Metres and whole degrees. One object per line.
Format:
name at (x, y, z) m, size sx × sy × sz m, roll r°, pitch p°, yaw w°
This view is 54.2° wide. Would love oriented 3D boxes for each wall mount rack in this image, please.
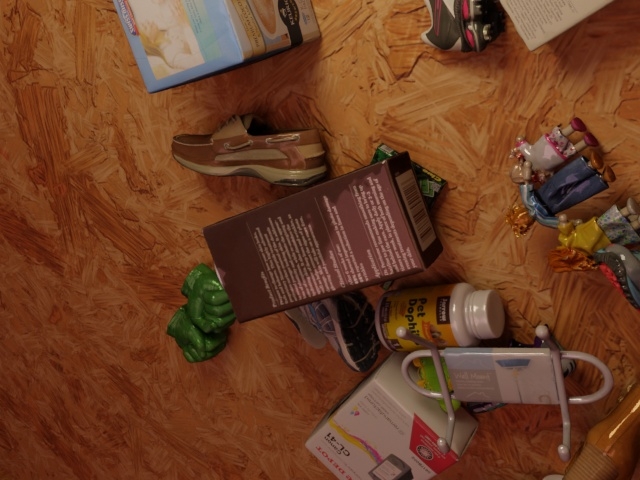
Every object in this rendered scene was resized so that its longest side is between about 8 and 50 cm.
wall mount rack at (0.273, 0.218, 0.998) m, size 0.350 × 0.130 × 0.304 m, roll -5°, pitch 122°, yaw 26°

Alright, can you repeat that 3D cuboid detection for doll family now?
doll family at (0.368, -0.043, 0.928) m, size 0.263 × 0.118 × 0.163 m, roll 50°, pitch 131°, yaw 1°

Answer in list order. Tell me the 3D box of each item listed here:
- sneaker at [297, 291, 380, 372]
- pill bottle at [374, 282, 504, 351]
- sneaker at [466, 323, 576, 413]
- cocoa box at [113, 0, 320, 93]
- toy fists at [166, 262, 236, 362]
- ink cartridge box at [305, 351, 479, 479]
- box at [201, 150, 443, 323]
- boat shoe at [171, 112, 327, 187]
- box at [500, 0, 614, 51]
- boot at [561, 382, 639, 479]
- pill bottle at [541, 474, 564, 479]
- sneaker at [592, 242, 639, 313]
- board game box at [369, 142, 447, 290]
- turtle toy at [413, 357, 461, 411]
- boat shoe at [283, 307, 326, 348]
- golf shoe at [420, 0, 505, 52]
sneaker at (0.022, 0.140, 1.280) m, size 0.122 × 0.110 × 0.283 m, roll -28°, pitch 89°, yaw 48°
pill bottle at (0.214, 0.139, 1.127) m, size 0.215 × 0.117 × 0.117 m, roll -10°, pitch 108°, yaw 37°
sneaker at (0.345, 0.234, 1.132) m, size 0.223 × 0.083 × 0.098 m, roll -38°, pitch 72°, yaw 34°
cocoa box at (-0.196, -0.449, 1.015) m, size 0.231 × 0.228 × 0.347 m, roll -6°, pitch 110°, yaw 36°
toy fists at (-0.279, 0.189, 1.498) m, size 0.142 × 0.096 × 0.279 m, roll 36°, pitch 127°, yaw 11°
ink cartridge box at (0.141, 0.403, 1.309) m, size 0.226 × 0.131 × 0.306 m, roll 42°, pitch 128°, yaw 7°
box at (0.000, 0.000, 1.099) m, size 0.381 × 0.143 × 0.191 m, roll -18°, pitch 96°, yaw 26°
boat shoe at (-0.135, -0.186, 1.198) m, size 0.323 × 0.122 × 0.120 m, roll 10°, pitch 114°, yaw 20°
box at (0.364, -0.362, 0.778) m, size 0.275 × 0.094 × 0.113 m, roll -27°, pitch 98°, yaw 39°
boot at (0.506, 0.341, 1.038) m, size 0.211 × 0.295 × 0.104 m, roll -50°, pitch 55°, yaw 2°
pill bottle at (0.452, 0.526, 1.200) m, size 0.078 × 0.078 × 0.137 m, roll 13°, pitch 120°, yaw 28°
sneaker at (0.475, 0.032, 0.850) m, size 0.125 × 0.261 × 0.104 m, roll -51°, pitch 44°, yaw 27°
board game box at (0.118, -0.037, 1.157) m, size 0.136 × 0.030 × 0.260 m, roll 34°, pitch 128°, yaw 17°
turtle toy at (0.237, 0.265, 1.203) m, size 0.095 × 0.066 × 0.130 m, roll -15°, pitch 77°, yaw 39°
boat shoe at (-0.037, 0.178, 1.366) m, size 0.137 × 0.049 × 0.043 m, roll 48°, pitch 173°, yaw 0°
golf shoe at (0.183, -0.401, 0.876) m, size 0.120 × 0.105 × 0.273 m, roll 10°, pitch 119°, yaw 37°
